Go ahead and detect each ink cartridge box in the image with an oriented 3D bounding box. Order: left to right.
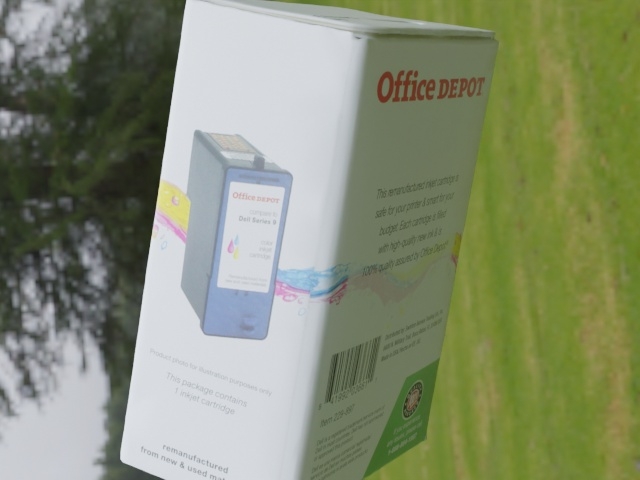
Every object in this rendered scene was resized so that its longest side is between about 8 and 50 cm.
[{"bbox_3d":[0.000,0.000,0.618,0.154,0.093,0.212,-15,-61,-61],"label":"ink cartridge box"}]
